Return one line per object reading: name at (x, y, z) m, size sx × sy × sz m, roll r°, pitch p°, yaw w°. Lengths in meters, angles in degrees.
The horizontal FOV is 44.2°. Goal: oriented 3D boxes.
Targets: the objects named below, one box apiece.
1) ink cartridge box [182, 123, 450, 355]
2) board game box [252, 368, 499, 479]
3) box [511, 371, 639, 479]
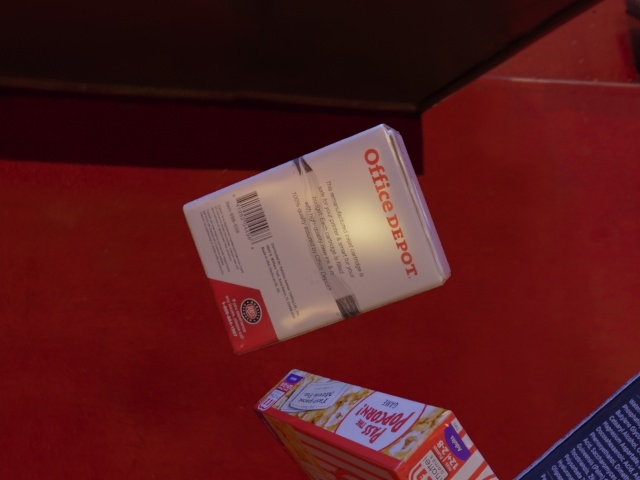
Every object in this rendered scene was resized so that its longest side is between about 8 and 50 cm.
ink cartridge box at (0.000, 0.000, 0.967) m, size 0.273 × 0.114 × 0.197 m, roll -20°, pitch 89°, yaw 16°
board game box at (0.049, 0.156, 0.480) m, size 0.045 × 0.193 × 0.147 m, roll -41°, pitch 104°, yaw -22°
box at (0.509, 0.420, 0.946) m, size 0.472 × 0.297 × 0.480 m, roll -45°, pitch 108°, yaw 7°
